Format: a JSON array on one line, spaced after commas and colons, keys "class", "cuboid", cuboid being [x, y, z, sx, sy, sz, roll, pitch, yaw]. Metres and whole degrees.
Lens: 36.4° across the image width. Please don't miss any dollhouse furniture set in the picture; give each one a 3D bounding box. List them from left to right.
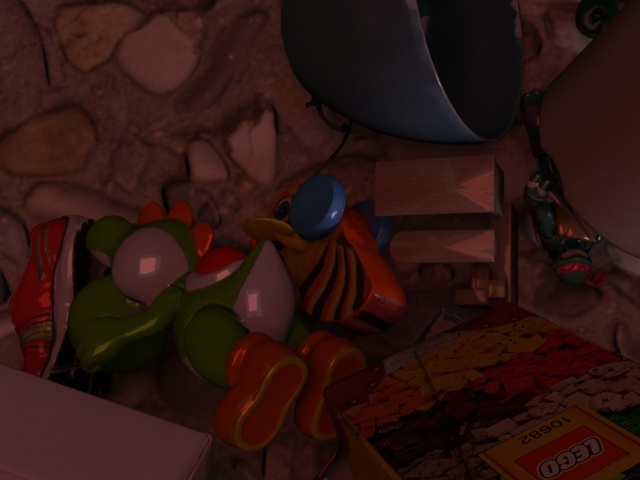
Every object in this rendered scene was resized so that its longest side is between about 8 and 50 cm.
[{"class": "dollhouse furniture set", "cuboid": [0.138, 0.000, 1.039, 0.123, 0.151, 0.144, -1, 80, 20]}]

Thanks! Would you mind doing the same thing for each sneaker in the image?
[{"class": "sneaker", "cuboid": [-0.311, 0.109, 1.132, 0.118, 0.107, 0.279, 1, 77, 29]}]

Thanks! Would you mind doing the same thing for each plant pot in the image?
[{"class": "plant pot", "cuboid": [0.074, -0.235, 1.038, 0.195, 0.290, 0.290, -6, 79, 31]}, {"class": "plant pot", "cuboid": [0.380, -0.139, 0.883, 0.333, 0.305, 0.334, 15, 58, -25]}]

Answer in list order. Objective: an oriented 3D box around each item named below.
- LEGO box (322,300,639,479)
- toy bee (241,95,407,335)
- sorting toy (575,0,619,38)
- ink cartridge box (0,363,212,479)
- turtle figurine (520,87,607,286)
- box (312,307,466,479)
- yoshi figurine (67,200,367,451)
[{"class": "LEGO box", "cuboid": [0.214, 0.340, 0.740, 0.193, 0.372, 0.501, -23, 105, -12]}, {"class": "toy bee", "cuboid": [0.000, 0.000, 1.069, 0.195, 0.298, 0.162, 38, 120, -20]}, {"class": "sorting toy", "cuboid": [0.353, -0.363, 1.109, 0.132, 0.046, 0.274, 41, 90, 14]}, {"class": "ink cartridge box", "cuboid": [-0.262, 0.327, 0.926, 0.285, 0.166, 0.395, 15, 127, 12]}, {"class": "turtle figurine", "cuboid": [0.271, -0.041, 1.028, 0.175, 0.118, 0.234, 12, 65, -27]}, {"class": "box", "cuboid": [0.103, 0.220, 0.991, 0.143, 0.165, 0.270, 37, 88, 12]}, {"class": "yoshi figurine", "cuboid": [-0.139, 0.104, 1.001, 0.203, 0.204, 0.362, -37, 45, -24]}]
